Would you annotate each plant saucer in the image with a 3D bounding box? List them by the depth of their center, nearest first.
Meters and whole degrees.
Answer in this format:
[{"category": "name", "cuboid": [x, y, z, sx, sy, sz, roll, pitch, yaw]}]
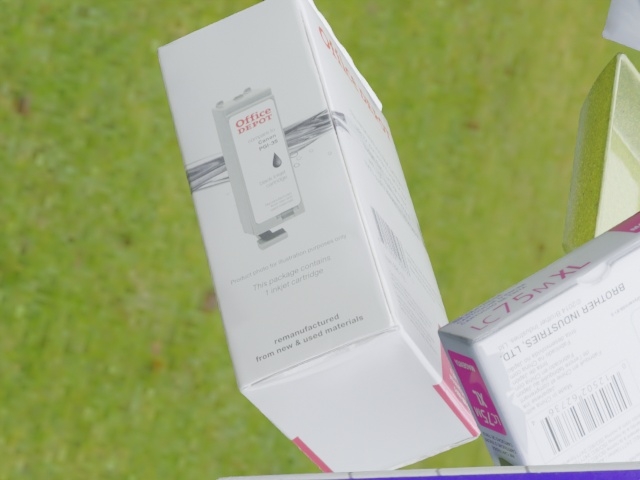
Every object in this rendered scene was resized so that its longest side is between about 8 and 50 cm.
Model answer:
[{"category": "plant saucer", "cuboid": [0.244, -0.020, 1.555, 0.188, 0.045, 0.188, 44, 48, -44]}]

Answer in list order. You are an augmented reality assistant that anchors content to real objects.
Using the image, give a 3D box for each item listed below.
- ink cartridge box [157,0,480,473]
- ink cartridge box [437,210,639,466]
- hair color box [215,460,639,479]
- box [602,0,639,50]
[{"category": "ink cartridge box", "cuboid": [0.000, 0.000, 1.388, 0.207, 0.117, 0.283, 51, 20, -57]}, {"category": "ink cartridge box", "cuboid": [0.215, 0.151, 1.262, 0.186, 0.065, 0.311, -29, 103, -18]}, {"category": "hair color box", "cuboid": [0.132, 0.164, 0.981, 0.185, 0.339, 0.110, 33, 56, -74]}, {"category": "box", "cuboid": [0.336, -0.187, 1.455, 0.044, 0.233, 0.159, -37, 144, -51]}]
